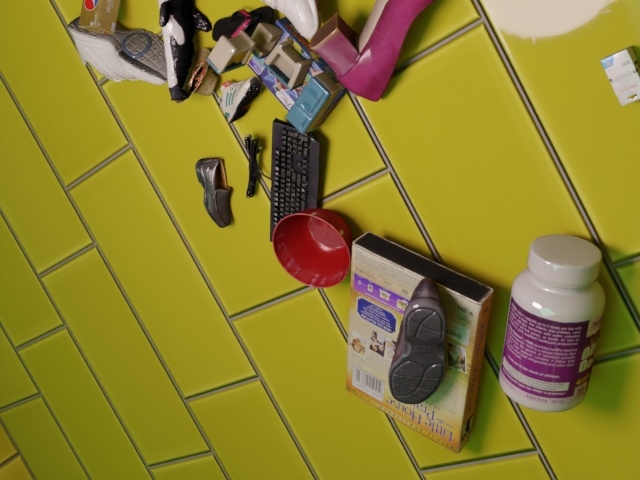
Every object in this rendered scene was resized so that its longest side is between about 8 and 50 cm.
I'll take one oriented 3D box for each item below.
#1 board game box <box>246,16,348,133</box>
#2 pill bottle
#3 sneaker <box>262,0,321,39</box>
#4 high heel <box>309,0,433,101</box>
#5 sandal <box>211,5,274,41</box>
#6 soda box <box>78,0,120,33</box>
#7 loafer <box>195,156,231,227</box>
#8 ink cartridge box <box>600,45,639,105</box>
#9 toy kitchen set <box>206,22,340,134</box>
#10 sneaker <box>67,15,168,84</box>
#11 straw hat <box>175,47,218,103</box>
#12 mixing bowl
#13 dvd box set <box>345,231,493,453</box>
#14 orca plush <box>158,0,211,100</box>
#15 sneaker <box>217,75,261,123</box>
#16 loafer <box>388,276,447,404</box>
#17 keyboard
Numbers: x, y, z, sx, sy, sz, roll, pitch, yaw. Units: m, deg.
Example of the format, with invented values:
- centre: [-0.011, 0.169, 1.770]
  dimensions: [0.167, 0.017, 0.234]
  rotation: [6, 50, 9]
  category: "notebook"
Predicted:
- centre: [-0.048, -0.336, 1.876]
  dimensions: [0.201, 0.035, 0.136]
  rotation: [49, 132, 6]
  category: "board game box"
- centre: [0.426, 0.148, 1.671]
  dimensions: [0.169, 0.169, 0.302]
  rotation: [19, 123, 29]
  category: "pill bottle"
- centre: [-0.112, -0.500, 1.757]
  dimensions: [0.305, 0.152, 0.114]
  rotation: [57, 171, 7]
  category: "sneaker"
- centre: [0.169, -0.403, 1.663]
  dimensions: [0.377, 0.127, 0.181]
  rotation: [-28, 128, 36]
  category: "high heel"
- centre: [-0.169, -0.445, 1.893]
  dimensions: [0.179, 0.040, 0.067]
  rotation: [-1, 77, 40]
  category: "sandal"
- centre: [-0.482, -0.553, 2.029]
  dimensions: [0.061, 0.058, 0.181]
  rotation: [8, 88, 34]
  category: "soda box"
- centre: [-0.236, -0.110, 2.119]
  dimensions: [0.061, 0.062, 0.170]
  rotation: [-7, 109, 34]
  category: "loafer"
- centre: [0.500, -0.268, 1.496]
  dimensions: [0.048, 0.028, 0.083]
  rotation: [-21, 99, 42]
  category: "ink cartridge box"
- centre: [-0.103, -0.304, 1.795]
  dimensions: [0.207, 0.166, 0.122]
  rotation: [46, 131, 10]
  category: "toy kitchen set"
- centre: [-0.452, -0.423, 2.113]
  dimensions: [0.297, 0.111, 0.129]
  rotation: [31, 143, 26]
  category: "sneaker"
- centre: [-0.258, -0.348, 2.009]
  dimensions: [0.061, 0.145, 0.144]
  rotation: [25, 142, -31]
  category: "straw hat"
- centre: [0.000, 0.000, 1.946]
  dimensions: [0.181, 0.098, 0.181]
  rotation: [15, 127, 21]
  category: "mixing bowl"
- centre: [0.194, 0.218, 1.913]
  dimensions: [0.307, 0.062, 0.421]
  rotation: [25, 132, 31]
  category: "dvd box set"
- centre: [-0.284, -0.445, 1.953]
  dimensions: [0.102, 0.151, 0.287]
  rotation: [-4, 86, -1]
  category: "orca plush"
- centre: [-0.182, -0.316, 1.959]
  dimensions: [0.075, 0.057, 0.161]
  rotation: [54, 150, 5]
  category: "sneaker"
- centre: [0.198, 0.201, 1.799]
  dimensions: [0.109, 0.095, 0.303]
  rotation: [9, 133, 4]
  category: "loafer"
- centre: [-0.093, -0.122, 1.999]
  dimensions: [0.201, 0.033, 0.317]
  rotation: [25, 131, 26]
  category: "keyboard"
